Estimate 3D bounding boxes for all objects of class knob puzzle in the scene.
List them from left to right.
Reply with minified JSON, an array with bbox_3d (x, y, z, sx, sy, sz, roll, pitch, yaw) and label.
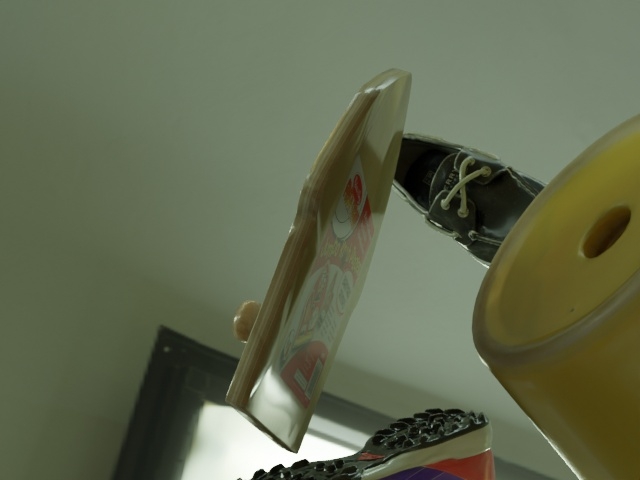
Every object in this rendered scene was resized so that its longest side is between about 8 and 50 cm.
[{"bbox_3d":[0.000,0.000,0.547,0.030,0.213,0.213,19,-109,12],"label":"knob puzzle"}]

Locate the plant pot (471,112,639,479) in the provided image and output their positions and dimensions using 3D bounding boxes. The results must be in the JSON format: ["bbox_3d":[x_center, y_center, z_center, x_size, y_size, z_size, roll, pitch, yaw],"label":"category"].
[{"bbox_3d":[0.218,0.064,0.560,0.239,0.254,0.254,39,-114,-13],"label":"plant pot"}]

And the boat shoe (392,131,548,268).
[{"bbox_3d":[0.113,-0.029,0.835,0.070,0.219,0.078,31,-90,-35],"label":"boat shoe"}]

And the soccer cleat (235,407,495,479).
[{"bbox_3d":[0.026,0.230,0.904,0.318,0.108,0.116,-13,-85,-38],"label":"soccer cleat"}]
